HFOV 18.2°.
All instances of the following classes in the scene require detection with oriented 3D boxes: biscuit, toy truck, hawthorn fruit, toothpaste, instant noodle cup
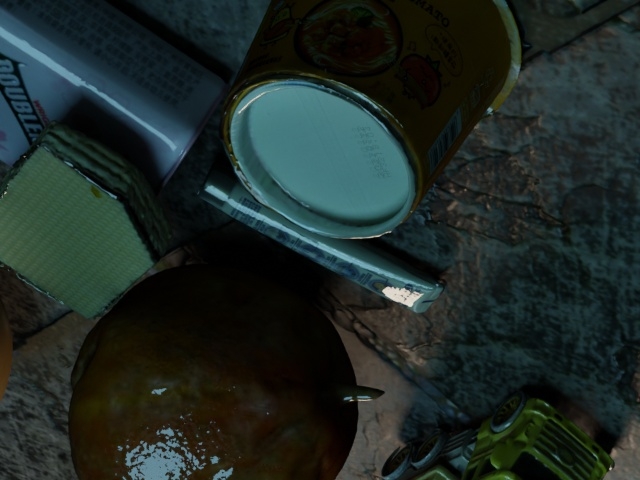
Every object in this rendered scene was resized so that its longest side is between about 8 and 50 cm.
[{"bbox_3d":[-0.213,-0.017,1.739,0.150,0.052,0.252,32,152,-11],"label":"biscuit"},{"bbox_3d":[0.146,0.262,1.924,0.124,0.157,0.272,40,142,-14],"label":"toy truck"},{"bbox_3d":[-0.077,0.148,1.859,0.298,0.277,0.277,-9,130,27],"label":"hawthorn fruit"},{"bbox_3d":[0.000,0.000,1.812,0.239,0.039,0.062,28,147,-3],"label":"toothpaste"},{"bbox_3d":[0.029,-0.116,1.548,0.215,0.172,0.216,17,140,15],"label":"instant noodle cup"}]

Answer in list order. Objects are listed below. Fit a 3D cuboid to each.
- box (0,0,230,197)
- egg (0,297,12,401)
[{"bbox_3d":[-0.278,-0.165,1.737,0.369,0.112,0.190,32,141,-5],"label":"box"},{"bbox_3d":[-0.420,0.107,2.070,0.201,0.201,0.244,25,131,5],"label":"egg"}]
